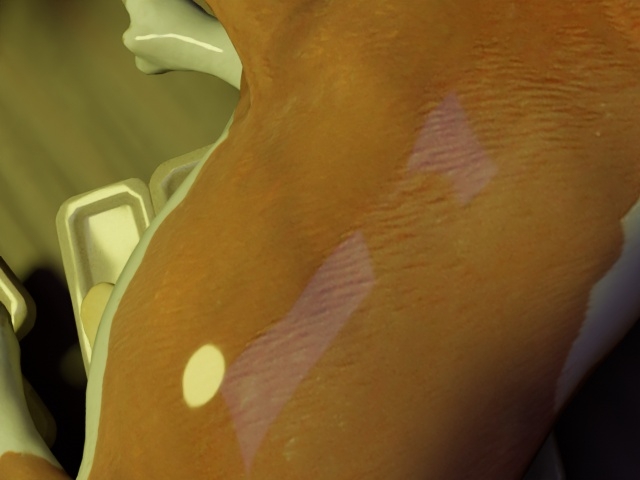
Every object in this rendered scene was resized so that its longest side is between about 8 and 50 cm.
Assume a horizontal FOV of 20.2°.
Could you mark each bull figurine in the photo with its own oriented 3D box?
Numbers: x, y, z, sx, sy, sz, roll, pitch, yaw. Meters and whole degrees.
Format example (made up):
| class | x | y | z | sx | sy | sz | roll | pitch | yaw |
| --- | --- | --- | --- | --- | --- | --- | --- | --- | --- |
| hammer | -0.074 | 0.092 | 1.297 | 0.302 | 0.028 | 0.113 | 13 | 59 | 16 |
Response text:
| class | x | y | z | sx | sy | sz | roll | pitch | yaw |
| --- | --- | --- | --- | --- | --- | --- | --- | --- | --- |
| bull figurine | 0.000 | 0.000 | 0.409 | 0.188 | 0.101 | 0.310 | 28 | 85 | 28 |

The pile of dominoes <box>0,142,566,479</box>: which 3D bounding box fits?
| class | x | y | z | sx | sy | sz | roll | pitch | yaw |
| --- | --- | --- | --- | --- | --- | --- | --- | --- | --- |
| pile of dominoes | -0.022 | 0.102 | 0.472 | 0.196 | 0.040 | 0.251 | -18 | 74 | 16 |
